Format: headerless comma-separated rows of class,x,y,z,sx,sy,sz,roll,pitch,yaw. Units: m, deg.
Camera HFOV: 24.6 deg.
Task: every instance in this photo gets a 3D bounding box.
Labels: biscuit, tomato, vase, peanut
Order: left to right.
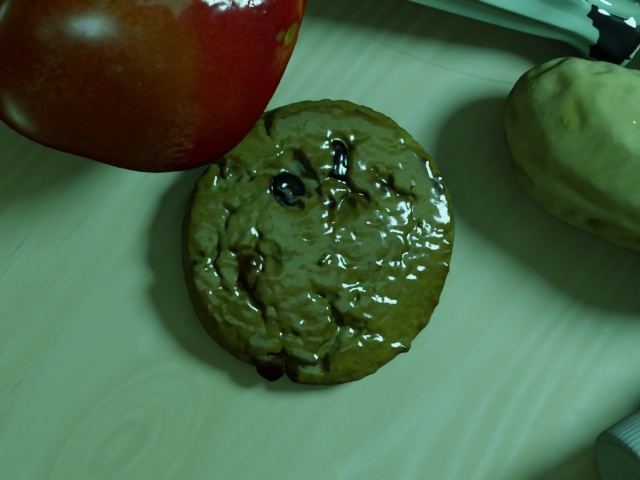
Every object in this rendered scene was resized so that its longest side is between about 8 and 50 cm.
tomato,-0.162,-0.217,1.336,0.293,0.325,0.290,9,123,-12
biscuit,0.000,-0.001,1.466,0.296,0.075,0.296,1,84,-9
vase,0.157,-0.282,1.457,0.360,0.165,0.165,21,81,-21
peanut,0.363,-0.061,1.469,0.387,0.169,0.192,27,38,6

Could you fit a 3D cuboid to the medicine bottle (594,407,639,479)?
medicine bottle,0.482,0.183,1.450,0.384,0.224,0.224,-27,89,-11
